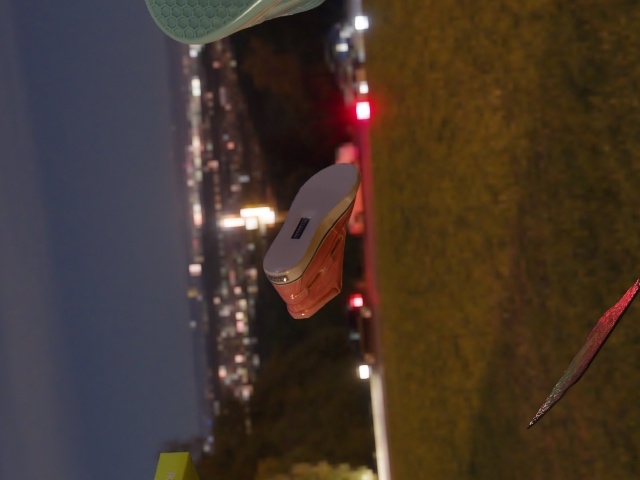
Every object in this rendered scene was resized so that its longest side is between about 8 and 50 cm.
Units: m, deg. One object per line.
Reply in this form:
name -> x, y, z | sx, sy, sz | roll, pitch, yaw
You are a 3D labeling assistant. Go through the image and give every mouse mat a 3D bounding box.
mouse mat -> 0.268, 0.109, 1.383 | 0.152, 0.007, 0.189 | -51, -9, -22

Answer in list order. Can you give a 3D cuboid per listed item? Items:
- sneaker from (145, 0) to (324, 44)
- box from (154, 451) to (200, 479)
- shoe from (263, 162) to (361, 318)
sneaker -> 0.014, -0.282, 1.195 | 0.208, 0.319, 0.127 | -35, -76, -60
box -> -0.176, 0.353, 1.645 | 0.178, 0.042, 0.109 | -81, -18, -49
shoe -> 0.000, 0.000, 1.518 | 0.178, 0.063, 0.081 | -59, -39, -33
